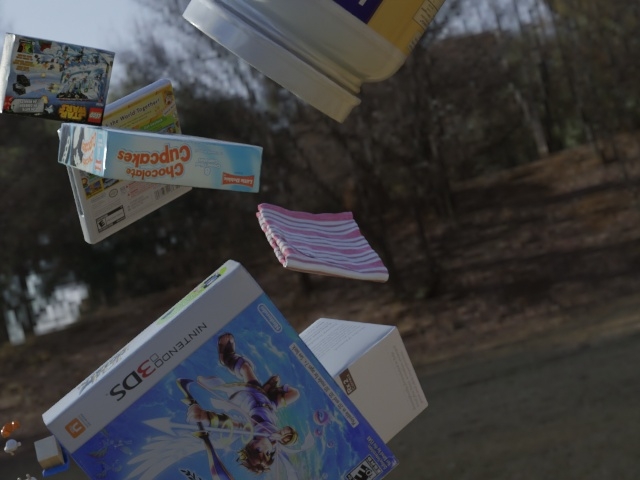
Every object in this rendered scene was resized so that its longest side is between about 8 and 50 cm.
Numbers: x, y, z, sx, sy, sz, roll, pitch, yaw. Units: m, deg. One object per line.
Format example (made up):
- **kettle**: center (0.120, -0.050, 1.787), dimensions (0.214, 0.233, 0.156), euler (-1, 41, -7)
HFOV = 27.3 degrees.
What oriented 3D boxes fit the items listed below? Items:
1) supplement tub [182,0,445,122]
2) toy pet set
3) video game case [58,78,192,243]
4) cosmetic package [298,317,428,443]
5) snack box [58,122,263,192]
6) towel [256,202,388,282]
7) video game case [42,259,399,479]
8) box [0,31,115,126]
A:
- **supplement tub**: center (0.032, -0.314, 1.364), dimensions (0.331, 0.241, 0.241), euler (-56, -9, 6)
- **toy pet set**: center (-0.476, 0.359, 2.165), dimensions (0.114, 0.122, 0.065), euler (-18, -36, -4)
- **video game case**: center (-0.318, -0.132, 2.178), dimensions (0.026, 0.206, 0.227), euler (19, 39, 40)
- **cosmetic package**: center (0.035, 0.226, 2.035), dimensions (0.151, 0.151, 0.184), euler (-37, 25, -33)
- **snack box**: center (-0.209, -0.106, 1.648), dimensions (0.187, 0.060, 0.322), euler (4, 5, -20)
- **towel**: center (0.000, 0.000, 1.779), dimensions (0.144, 0.029, 0.197), euler (7, 21, -18)
- **video game case**: center (-0.096, 0.199, 1.312), dimensions (0.244, 0.269, 0.061), euler (-40, 11, -9)
- **box**: center (-0.316, -0.190, 1.568), dimensions (0.137, 0.094, 0.027), euler (5, 11, -41)
